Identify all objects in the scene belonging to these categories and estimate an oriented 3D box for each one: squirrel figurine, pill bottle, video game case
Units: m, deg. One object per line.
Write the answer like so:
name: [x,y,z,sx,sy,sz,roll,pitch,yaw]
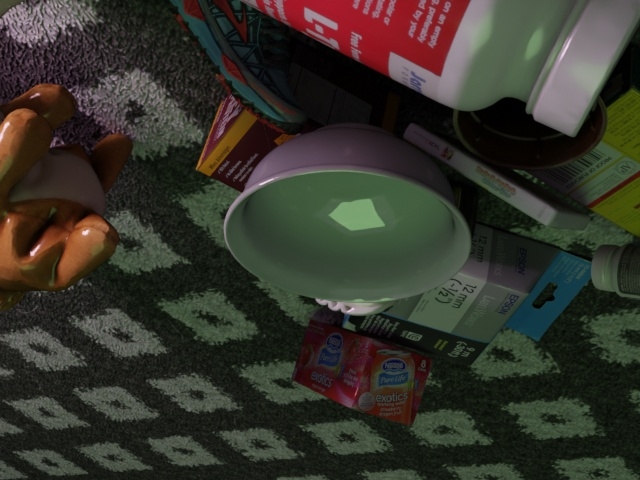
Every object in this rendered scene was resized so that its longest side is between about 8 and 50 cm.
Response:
squirrel figurine: [-0.520,-0.087,1.343,0.397,0.281,0.370,-34,124,28]
pill bottle: [0.101,-0.267,0.897,0.408,0.229,0.229,29,146,12]
video game case: [0.228,-0.077,1.185,0.206,0.026,0.227,35,-166,22]
pill bottle: [0.446,0.044,1.282,0.137,0.078,0.078,8,148,42]

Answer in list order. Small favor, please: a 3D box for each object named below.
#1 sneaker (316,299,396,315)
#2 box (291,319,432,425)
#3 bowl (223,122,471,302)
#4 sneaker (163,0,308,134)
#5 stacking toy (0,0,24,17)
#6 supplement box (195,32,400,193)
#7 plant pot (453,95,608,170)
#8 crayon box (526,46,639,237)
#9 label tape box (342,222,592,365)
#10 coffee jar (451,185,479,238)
sneaker: [0.000,0.000,1.403,0.292,0.110,0.118,40,136,25]
box: [0.066,0.227,1.654,0.128,0.122,0.257,21,174,-24]
bowl: [0.035,-0.049,1.152,0.298,0.134,0.298,3,148,2]
sneaker: [-0.082,-0.244,1.099,0.125,0.262,0.104,-37,168,7]
stacking toy: [-0.469,-0.451,0.954,0.351,0.350,0.479,-6,120,26]
supplement box: [-0.031,-0.144,1.281,0.194,0.129,0.191,27,142,-17]
plant pot: [0.242,-0.195,1.086,0.167,0.165,0.167,7,145,5]
crayon box: [0.450,-0.093,1.226,0.319,0.081,0.202,28,142,-17]
label tape box: [0.235,0.090,1.520,0.348,0.115,0.249,19,144,-3]
coffee jar: [0.138,-0.047,1.382,0.184,0.096,0.079,15,146,-3]
